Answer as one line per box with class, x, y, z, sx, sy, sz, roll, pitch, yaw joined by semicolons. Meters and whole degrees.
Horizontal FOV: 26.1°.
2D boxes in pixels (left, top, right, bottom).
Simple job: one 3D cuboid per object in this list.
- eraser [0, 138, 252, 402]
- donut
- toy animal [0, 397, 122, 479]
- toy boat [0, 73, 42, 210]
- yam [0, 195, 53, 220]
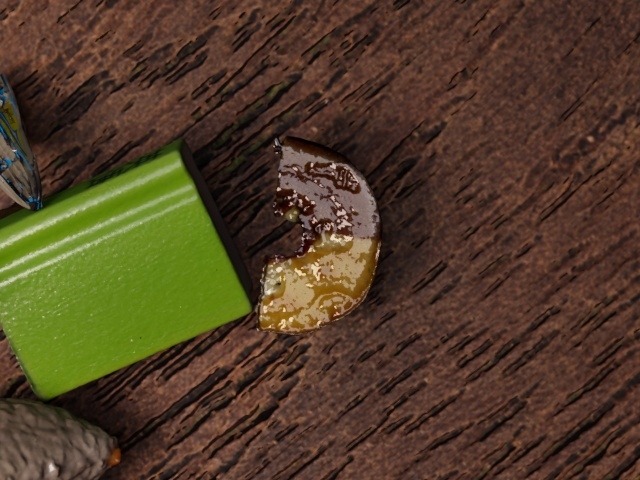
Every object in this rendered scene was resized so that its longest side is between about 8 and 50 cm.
eraser;-0.235;0.034;1.538;0.274;0.092;0.210;-21;109;6
donut;0.000;0.002;1.540;0.141;0.085;0.217;12;92;6
toy animal;-0.397;0.269;1.513;0.358;0.226;0.188;-16;89;7
toy boat;-0.351;-0.101;1.542;0.084;0.066;0.210;-58;48;27
yam;-0.268;-0.036;1.585;0.241;0.057;0.057;-13;89;6
